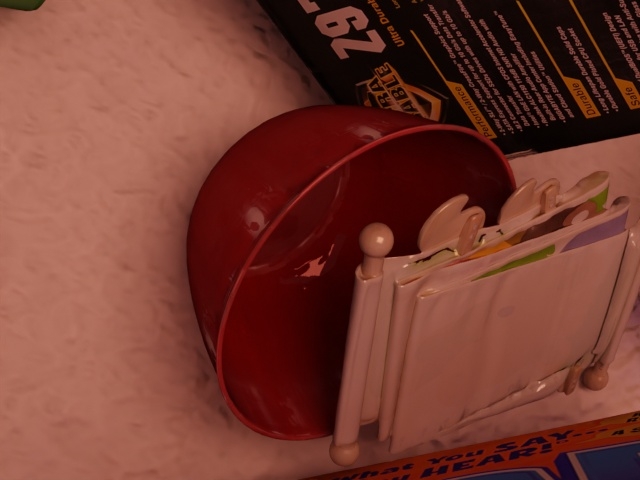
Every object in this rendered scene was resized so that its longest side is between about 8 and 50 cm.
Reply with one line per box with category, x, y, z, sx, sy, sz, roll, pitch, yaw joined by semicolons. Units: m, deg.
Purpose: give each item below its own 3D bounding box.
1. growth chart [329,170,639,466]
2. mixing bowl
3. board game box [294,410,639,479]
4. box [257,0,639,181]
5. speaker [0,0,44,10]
growth chart;0.100;0.037;0.652;0.237;0.021;0.172;-11;128;-36
mixing bowl;0.000;0.000;0.625;0.181;0.098;0.181;-25;136;-26
board game box;0.092;0.290;0.480;0.356;0.356;0.356;-11;92;-4
box;0.069;-0.173;0.541;0.322;0.257;0.079;49;48;-35
speaker;-0.241;-0.211;0.531;0.296;0.131;0.131;23;79;-21
